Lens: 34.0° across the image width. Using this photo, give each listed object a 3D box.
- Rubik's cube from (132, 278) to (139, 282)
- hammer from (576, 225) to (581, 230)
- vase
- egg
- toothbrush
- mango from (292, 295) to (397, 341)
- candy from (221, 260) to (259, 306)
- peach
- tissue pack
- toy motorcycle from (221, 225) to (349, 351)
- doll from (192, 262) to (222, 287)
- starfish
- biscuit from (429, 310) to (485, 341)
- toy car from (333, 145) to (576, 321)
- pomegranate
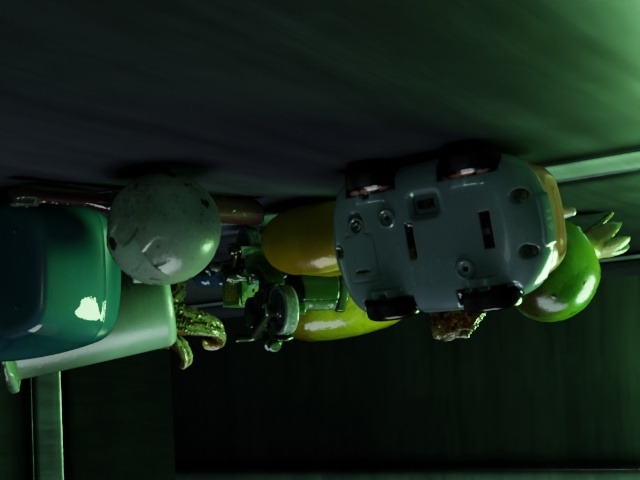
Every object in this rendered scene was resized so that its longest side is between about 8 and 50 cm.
[{"bbox_3d":[-0.266,0.029,1.684,0.073,0.075,0.084,1,171,-17],"label":"Rubik's cube"},{"bbox_3d":[0.358,0.037,1.895,0.227,0.158,0.041,10,170,-3],"label":"hammer"},{"bbox_3d":[-0.401,0.109,1.767,0.291,0.244,0.245,-12,175,-12],"label":"vase"},{"bbox_3d":[-0.186,-0.010,1.185,0.131,0.131,0.164,2,167,-36],"label":"egg"},{"bbox_3d":[-0.212,-0.044,1.277,0.364,0.040,0.041,3,170,-45],"label":"toothbrush"},{"bbox_3d":[0.058,0.094,1.934,0.253,0.182,0.365,-12,168,44],"label":"mango"},{"bbox_3d":[-0.117,0.092,2.178,0.062,0.097,0.195,-12,169,43],"label":"candy"},{"bbox_3d":[0.000,0.000,1.480,0.179,0.103,0.179,-1,173,0],"label":"peach"},{"bbox_3d":[-0.389,0.052,1.307,0.288,0.198,0.206,-9,170,24],"label":"tissue pack"},{"bbox_3d":[-0.043,0.066,1.628,0.205,0.127,0.275,1,-147,-24],"label":"toy motorcycle"},{"bbox_3d":[-0.230,0.073,2.176,0.083,0.050,0.076,-6,169,30],"label":"doll"},{"bbox_3d":[-0.330,0.145,1.956,0.303,0.312,0.113,-13,137,-43],"label":"starfish"},{"bbox_3d":[0.205,0.022,1.350,0.131,0.236,0.026,-10,137,17],"label":"biscuit"},{"bbox_3d":[0.162,-0.011,1.237,0.271,0.180,0.212,-9,-179,34],"label":"toy car"},{"bbox_3d":[0.406,0.032,1.746,0.225,0.187,0.187,-29,173,-3],"label":"pomegranate"}]
